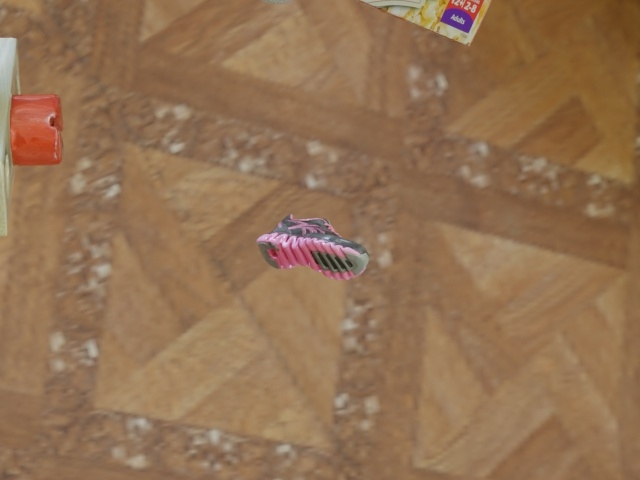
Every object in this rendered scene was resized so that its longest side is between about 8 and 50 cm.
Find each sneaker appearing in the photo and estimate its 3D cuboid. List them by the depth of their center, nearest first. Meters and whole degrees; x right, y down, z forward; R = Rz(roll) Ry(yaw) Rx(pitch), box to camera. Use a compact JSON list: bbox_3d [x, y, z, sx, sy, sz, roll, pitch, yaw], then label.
[{"bbox_3d":[0.000,0.000,1.709,0.057,0.119,0.047,-48,133,-34],"label":"sneaker"}]

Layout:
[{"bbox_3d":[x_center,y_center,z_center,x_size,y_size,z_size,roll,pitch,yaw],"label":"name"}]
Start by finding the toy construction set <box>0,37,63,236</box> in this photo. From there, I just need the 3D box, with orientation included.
[{"bbox_3d":[-0.253,0.019,0.723,0.327,0.215,0.151,-15,106,0],"label":"toy construction set"}]

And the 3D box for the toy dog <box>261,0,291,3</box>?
[{"bbox_3d":[-0.106,-0.373,1.616,0.333,0.220,0.161,44,15,13],"label":"toy dog"}]

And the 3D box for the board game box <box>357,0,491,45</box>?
[{"bbox_3d":[-0.035,-0.146,0.788,0.193,0.147,0.045,14,104,-50],"label":"board game box"}]
